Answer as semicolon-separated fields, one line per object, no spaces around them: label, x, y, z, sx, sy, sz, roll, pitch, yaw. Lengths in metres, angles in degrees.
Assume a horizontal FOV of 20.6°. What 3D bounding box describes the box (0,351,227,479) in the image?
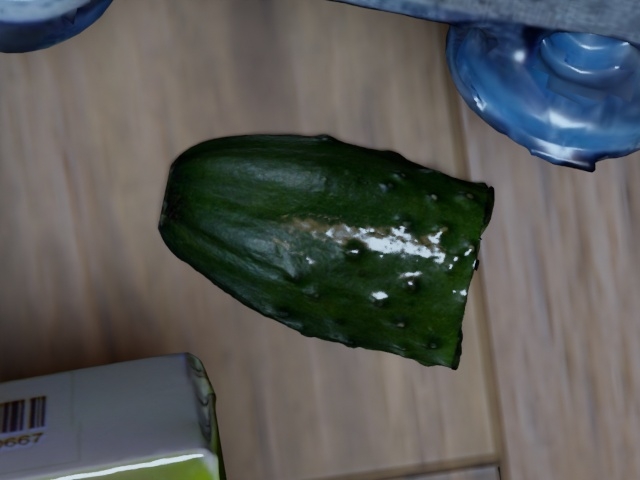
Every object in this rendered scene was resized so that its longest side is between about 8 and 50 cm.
box;-0.144;0.138;0.460;0.260;0.062;0.175;-9;113;-5

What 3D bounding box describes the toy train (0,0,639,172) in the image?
toy train;0.006;-0.142;0.488;0.299;0.131;0.202;13;56;-3

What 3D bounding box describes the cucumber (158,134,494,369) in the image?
cucumber;0.000;0.000;0.569;0.107;0.035;0.067;14;95;0
